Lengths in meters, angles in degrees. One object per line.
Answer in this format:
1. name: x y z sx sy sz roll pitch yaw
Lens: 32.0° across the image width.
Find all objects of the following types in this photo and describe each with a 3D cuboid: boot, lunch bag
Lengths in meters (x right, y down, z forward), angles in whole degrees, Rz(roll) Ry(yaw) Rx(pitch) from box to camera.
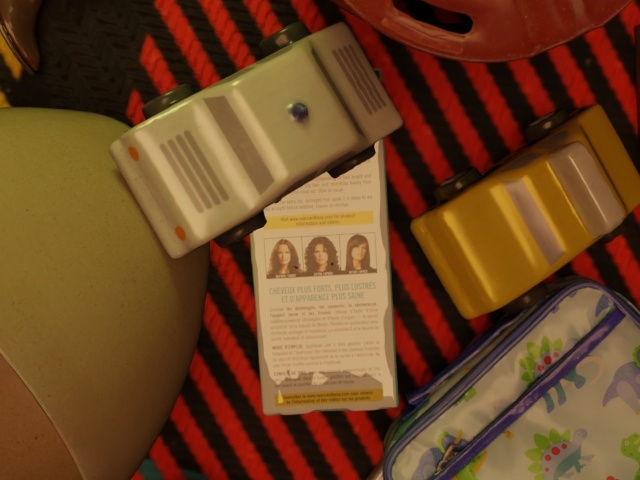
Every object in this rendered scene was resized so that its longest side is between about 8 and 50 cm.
1. boot: -0.182 -0.187 0.810 0.114 0.037 0.106 -21 98 -2
2. lunch bag: 0.160 0.141 0.791 0.219 0.090 0.176 -42 91 4

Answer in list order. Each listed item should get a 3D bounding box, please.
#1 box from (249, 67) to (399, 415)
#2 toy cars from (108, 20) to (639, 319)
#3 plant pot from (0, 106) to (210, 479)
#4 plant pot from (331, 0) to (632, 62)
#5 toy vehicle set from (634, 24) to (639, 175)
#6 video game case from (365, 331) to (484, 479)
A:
1. box: 0.000 0.000 0.814 0.101 0.060 0.244 -3 96 1
2. toy cars: 0.068 -0.050 0.717 0.394 0.087 0.176 13 74 -24
3. plant pot: -0.184 0.023 0.739 0.284 0.284 0.191 49 58 -4
4. plant pot: 0.085 -0.230 0.654 0.273 0.265 0.272 0 111 1
5. toy vehicle set: 0.368 -0.083 0.813 0.267 0.035 0.165 -3 96 1
6. video game case: 0.176 0.233 0.857 0.285 0.025 0.204 36 95 -4
